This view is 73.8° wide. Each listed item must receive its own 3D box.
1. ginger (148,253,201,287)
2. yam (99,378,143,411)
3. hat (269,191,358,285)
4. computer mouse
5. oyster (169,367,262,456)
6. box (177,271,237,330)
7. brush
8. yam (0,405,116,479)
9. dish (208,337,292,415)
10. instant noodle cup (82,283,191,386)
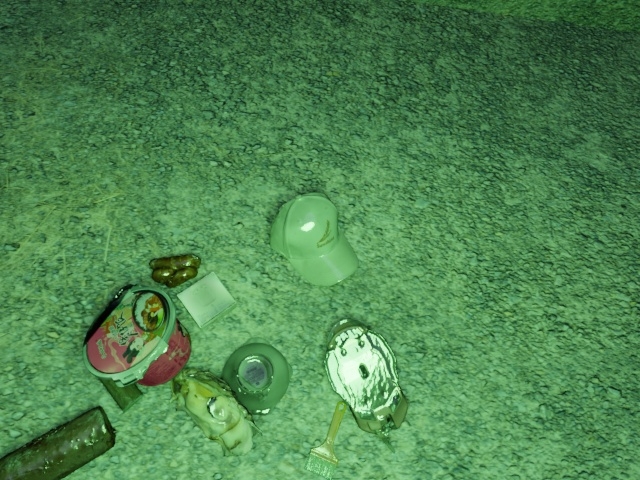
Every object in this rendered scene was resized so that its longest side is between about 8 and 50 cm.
[{"bbox_3d":[-0.456,0.100,1.331,0.162,0.073,0.103,-5,51,-4],"label":"ginger"},{"bbox_3d":[-0.562,0.391,1.176,0.068,0.068,0.169,-40,71,-23],"label":"yam"},{"bbox_3d":[-0.003,0.000,1.387,0.258,0.168,0.301,-32,72,-20],"label":"hat"},{"bbox_3d":[0.140,0.411,1.238,0.200,0.115,0.389,-24,80,0],"label":"computer mouse"},{"bbox_3d":[-0.271,0.448,1.136,0.100,0.275,0.271,-9,73,-60],"label":"oyster"},{"bbox_3d":[-0.348,0.186,1.313,0.130,0.051,0.129,-35,73,-22],"label":"box"},{"bbox_3d":[0.030,0.556,1.205,0.083,0.011,0.205,22,63,5],"label":"brush"},{"bbox_3d":[-0.662,0.538,1.060,0.280,0.131,0.131,-26,70,-22],"label":"yam"},{"bbox_3d":[-0.200,0.386,1.219,0.246,0.078,0.224,-6,66,-10],"label":"dish"},{"bbox_3d":[-0.468,0.280,1.151,0.258,0.181,0.302,-17,49,6],"label":"instant noodle cup"}]
